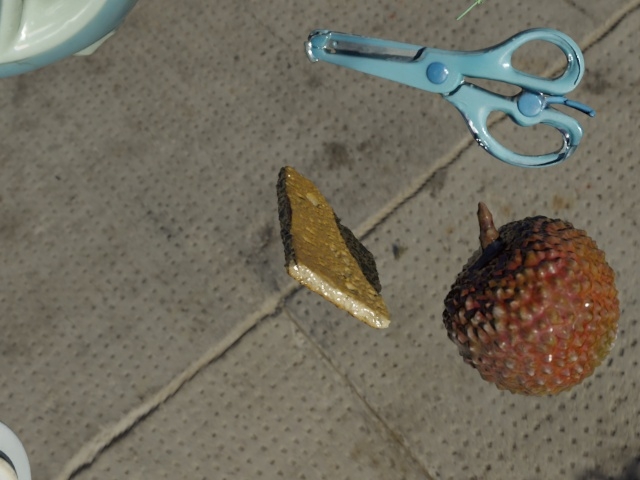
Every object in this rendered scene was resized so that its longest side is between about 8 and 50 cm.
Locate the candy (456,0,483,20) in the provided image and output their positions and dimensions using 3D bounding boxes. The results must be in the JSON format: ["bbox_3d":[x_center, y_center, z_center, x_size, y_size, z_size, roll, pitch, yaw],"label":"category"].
[{"bbox_3d":[0.213,-0.324,1.217,0.083,0.023,0.025,-39,53,38],"label":"candy"}]

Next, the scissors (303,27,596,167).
[{"bbox_3d":[0.160,-0.211,1.166,0.393,0.180,0.032,17,28,18],"label":"scissors"}]

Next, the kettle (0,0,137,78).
[{"bbox_3d":[-0.272,-0.233,0.573,0.319,0.342,0.247,-9,44,-2],"label":"kettle"}]

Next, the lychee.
[{"bbox_3d":[0.190,0.053,0.840,0.165,0.165,0.197,-44,100,-10],"label":"lychee"}]

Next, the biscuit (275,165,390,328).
[{"bbox_3d":[0.008,0.004,1.000,0.026,0.131,0.237,-47,23,19],"label":"biscuit"}]

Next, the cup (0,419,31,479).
[{"bbox_3d":[-0.529,0.363,1.227,0.163,0.347,0.347,5,64,30],"label":"cup"}]
